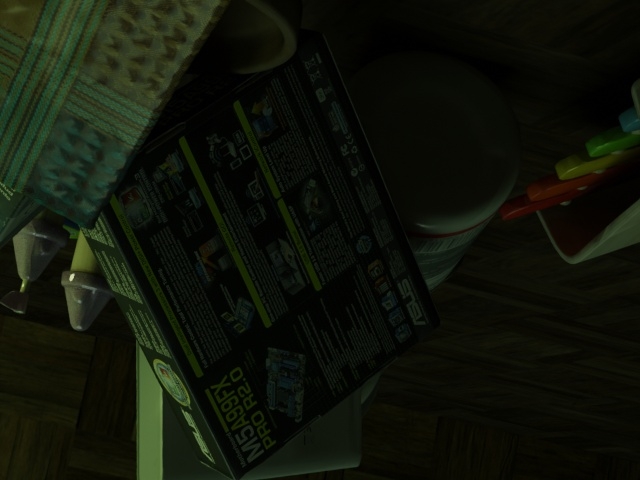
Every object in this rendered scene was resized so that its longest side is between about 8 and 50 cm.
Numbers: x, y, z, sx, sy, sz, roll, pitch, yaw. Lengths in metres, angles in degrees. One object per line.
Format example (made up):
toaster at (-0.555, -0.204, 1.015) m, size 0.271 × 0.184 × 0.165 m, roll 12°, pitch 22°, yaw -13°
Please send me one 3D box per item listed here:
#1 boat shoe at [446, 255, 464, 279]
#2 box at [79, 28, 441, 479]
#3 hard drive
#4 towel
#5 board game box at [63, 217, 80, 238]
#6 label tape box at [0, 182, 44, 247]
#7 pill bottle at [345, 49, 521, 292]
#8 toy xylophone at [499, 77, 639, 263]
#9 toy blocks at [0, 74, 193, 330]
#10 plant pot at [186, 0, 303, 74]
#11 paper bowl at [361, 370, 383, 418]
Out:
boat shoe at (0.000, 0.000, 1.913) m, size 0.324 × 0.122 × 0.120 m, roll 11°, pitch 171°, yaw 2°
box at (-0.046, 0.009, 1.249) m, size 0.060 × 0.216 × 0.270 m, roll 19°, pitch 140°, yaw 54°
hard drive at (-0.068, 0.150, 1.781) m, size 0.040 × 0.203 × 0.308 m, roll -2°, pitch 178°, yaw 42°
towel at (-0.250, -0.176, 1.005) m, size 0.370 × 0.040 × 0.271 m, roll 30°, pitch 136°, yaw -8°
board game box at (-0.445, -0.074, 1.917) m, size 0.347 × 0.078 × 0.233 m, roll 2°, pitch 165°, yaw 39°
label tape box at (-0.279, -0.134, 1.269) m, size 0.240 × 0.106 × 0.334 m, roll 47°, pitch 153°, yaw -3°
pill bottle at (0.061, -0.035, 1.473) m, size 0.161 × 0.161 × 0.283 m, roll 13°, pitch 157°, yaw -7°
toy xylophone at (0.293, -0.066, 1.349) m, size 0.236 × 0.081 × 0.322 m, roll -16°, pitch 168°, yaw -20°
toy blocks at (-0.203, -0.033, 1.595) m, size 0.309 × 0.260 × 0.288 m, roll 4°, pitch 167°, yaw 29°
plant pot at (-0.121, -0.199, 1.111) m, size 0.237 × 0.109 × 0.237 m, roll 11°, pitch 169°, yaw 2°
paper bowl at (-0.030, 0.126, 2.120) m, size 0.284 × 0.284 × 0.148 m, roll 21°, pitch 165°, yaw -38°
